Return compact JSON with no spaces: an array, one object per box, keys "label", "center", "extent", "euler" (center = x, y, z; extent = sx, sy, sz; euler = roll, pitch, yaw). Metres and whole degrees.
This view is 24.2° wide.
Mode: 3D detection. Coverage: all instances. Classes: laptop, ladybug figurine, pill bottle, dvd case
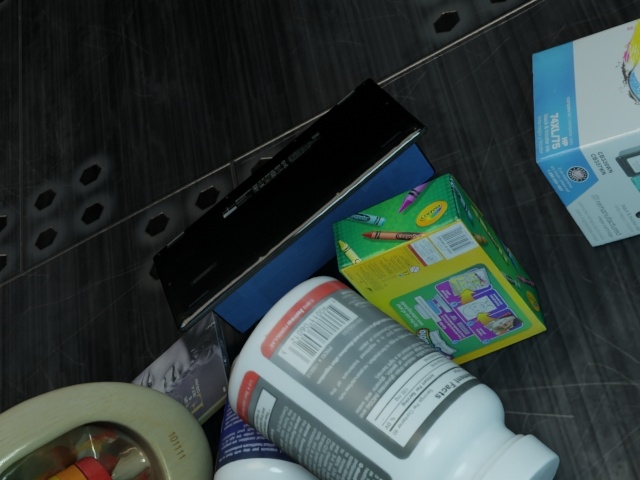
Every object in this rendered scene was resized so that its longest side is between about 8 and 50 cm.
[{"label":"laptop","center":[0.000,0.000,1.985],"extent":[0.382,0.236,0.408],"euler":[-40,22,2]},{"label":"ladybug figurine","center":[-0.358,0.363,1.994],"extent":[0.449,0.305,0.162],"euler":[-25,2,-27]},{"label":"pill bottle","center":[0.086,0.220,1.777],"extent":[0.363,0.210,0.210],"euler":[36,79,21]},{"label":"dvd case","center":[-0.212,0.223,2.165],"extent":[0.221,0.018,0.164],"euler":[-43,39,24]},{"label":"pill bottle","center":[-0.058,0.278,1.951],"extent":[0.153,0.153,0.264],"euler":[-15,48,26]}]

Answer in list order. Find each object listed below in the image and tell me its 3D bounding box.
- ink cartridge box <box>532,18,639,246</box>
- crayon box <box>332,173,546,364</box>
[{"label":"ink cartridge box","center":[0.435,-0.153,1.914],"extent":[0.270,0.198,0.197],"euler":[-17,47,25]},{"label":"crayon box","center":[0.154,0.049,1.892],"extent":[0.165,0.278,0.081],"euler":[-23,48,18]}]
